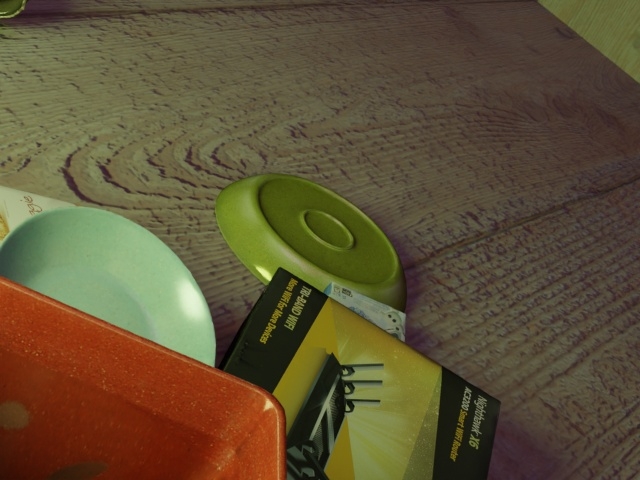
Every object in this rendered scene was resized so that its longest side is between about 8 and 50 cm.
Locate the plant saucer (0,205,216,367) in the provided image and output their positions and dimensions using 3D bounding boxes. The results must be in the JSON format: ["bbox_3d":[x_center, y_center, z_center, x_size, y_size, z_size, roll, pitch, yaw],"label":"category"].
[{"bbox_3d":[-0.171,0.066,1.001,0.195,0.037,0.195,23,50,-30],"label":"plant saucer"}]

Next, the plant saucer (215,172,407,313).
[{"bbox_3d":[0.000,0.000,1.428,0.241,0.037,0.241,26,29,-15],"label":"plant saucer"}]

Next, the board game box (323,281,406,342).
[{"bbox_3d":[0.042,0.096,1.313,0.090,0.020,0.090,24,43,-19],"label":"board game box"}]

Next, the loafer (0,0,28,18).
[{"bbox_3d":[-0.415,-0.268,1.365,0.251,0.094,0.087,6,50,-36],"label":"loafer"}]

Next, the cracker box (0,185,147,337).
[{"bbox_3d":[-0.268,0.023,1.057,0.232,0.067,0.156,14,35,-34],"label":"cracker box"}]

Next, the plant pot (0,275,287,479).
[{"bbox_3d":[-0.188,0.196,0.677,0.267,0.236,0.267,25,27,-17],"label":"plant pot"}]

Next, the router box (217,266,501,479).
[{"bbox_3d":[0.013,0.179,1.083,0.243,0.081,0.309,32,30,-4],"label":"router box"}]
